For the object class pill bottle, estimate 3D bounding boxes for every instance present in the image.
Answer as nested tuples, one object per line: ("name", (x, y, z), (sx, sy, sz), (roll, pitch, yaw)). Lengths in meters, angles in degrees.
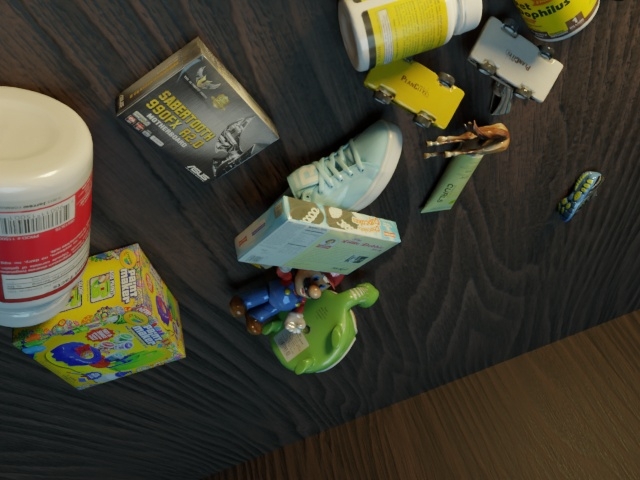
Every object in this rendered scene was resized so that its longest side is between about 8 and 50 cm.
("pill bottle", (0.366, -0.436, 0.809), (0.117, 0.117, 0.215), (-38, 137, 24))
("pill bottle", (0.143, -0.362, 0.804), (0.208, 0.119, 0.119), (-18, 145, -1))
("pill bottle", (-0.517, -0.030, 0.843), (0.229, 0.229, 0.407), (1, 140, -26))

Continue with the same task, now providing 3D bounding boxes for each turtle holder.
("turtle holder", (0.003, 0.240, 1.485), (0.320, 0.243, 0.227), (-66, 153, -2))

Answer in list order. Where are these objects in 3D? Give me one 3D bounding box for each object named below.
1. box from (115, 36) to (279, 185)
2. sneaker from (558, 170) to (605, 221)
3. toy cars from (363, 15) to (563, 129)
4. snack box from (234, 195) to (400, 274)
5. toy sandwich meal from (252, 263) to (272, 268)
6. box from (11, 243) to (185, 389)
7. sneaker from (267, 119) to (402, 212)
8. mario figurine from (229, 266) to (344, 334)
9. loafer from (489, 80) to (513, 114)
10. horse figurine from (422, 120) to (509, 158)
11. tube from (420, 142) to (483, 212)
("box", (-0.212, -0.217, 0.887), (0.183, 0.056, 0.231), (-29, 144, 14))
("sneaker", (0.771, -0.123, 1.463), (0.078, 0.067, 0.188), (0, 138, -16))
("toy cars", (0.264, -0.317, 0.946), (0.394, 0.087, 0.176), (-16, 111, -8))
("snack box", (0.000, 0.000, 1.085), (0.322, 0.060, 0.187), (10, 147, -40))
("toy sandwich meal", (-0.153, 0.045, 1.285), (0.086, 0.029, 0.085), (-13, 144, -9))
("box", (-0.510, 0.189, 1.185), (0.279, 0.177, 0.290), (-17, 145, -5))
("sneaker", (0.015, -0.120, 1.054), (0.150, 0.135, 0.366), (10, 135, -42))
("mario figurine", (-0.079, 0.144, 1.307), (0.320, 0.170, 0.198), (-31, 159, 11))
("loafer", (0.383, -0.311, 1.054), (0.039, 0.045, 0.125), (-16, 148, 7))
("horse figurine", (0.318, -0.207, 1.027), (0.174, 0.066, 0.263), (-10, -173, 0))
("tube", (0.332, -0.146, 1.239), (0.070, 0.062, 0.240), (27, 144, 6))
